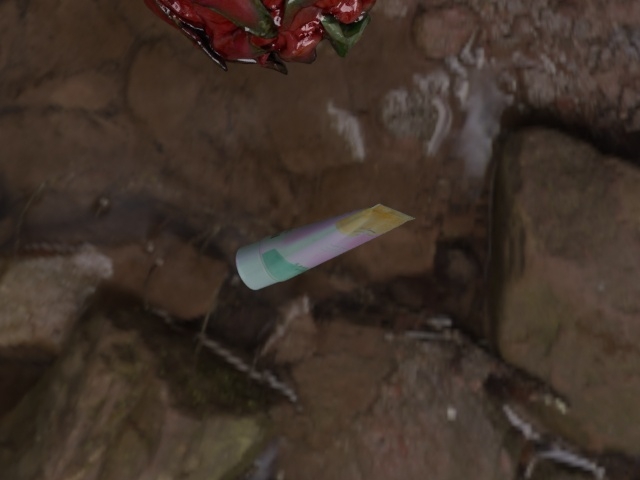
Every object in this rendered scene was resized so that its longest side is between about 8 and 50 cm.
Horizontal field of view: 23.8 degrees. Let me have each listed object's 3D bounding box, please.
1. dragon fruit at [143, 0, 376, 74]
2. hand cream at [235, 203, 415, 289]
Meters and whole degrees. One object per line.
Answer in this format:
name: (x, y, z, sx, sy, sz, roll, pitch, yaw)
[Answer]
dragon fruit: (-0.071, -0.269, 1.232, 0.293, 0.234, 0.234, 44, 115, 2)
hand cream: (0.000, 0.000, 1.473, 0.174, 0.076, 0.047, -21, 72, 25)
